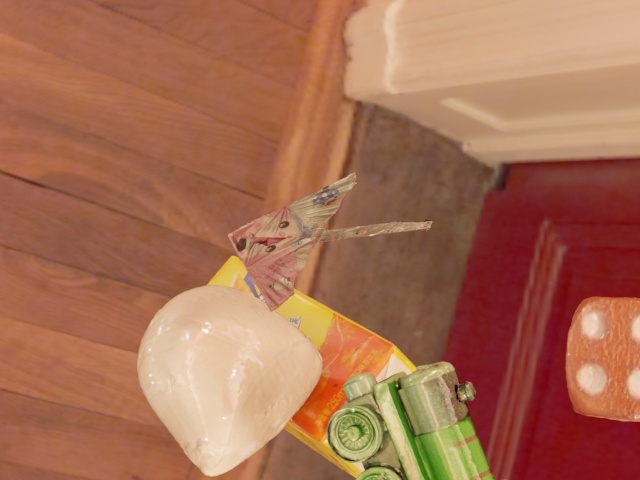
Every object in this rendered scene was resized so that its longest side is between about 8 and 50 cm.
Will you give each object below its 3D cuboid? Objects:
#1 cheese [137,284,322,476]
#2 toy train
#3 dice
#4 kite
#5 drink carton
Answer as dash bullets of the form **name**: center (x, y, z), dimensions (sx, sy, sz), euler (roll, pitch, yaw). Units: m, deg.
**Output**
- **cheese**: center (-0.115, 0.144, 1.366), dimensions (0.198, 0.189, 0.154), euler (-40, 156, -34)
- **toy train**: center (0.096, 0.210, 0.906), dimensions (0.251, 0.119, 0.085), euler (69, 21, 5)
- **dice**: center (0.469, 0.175, 1.741), dimensions (0.175, 0.174, 0.179), euler (17, 77, -50)
- **kite**: center (0.000, 0.000, 0.796), dimensions (0.137, 0.152, 0.005), euler (-59, 137, -38)
- **drink carton**: center (-0.035, 0.153, 1.545), dimensions (0.154, 0.351, 0.111), euler (-51, 131, -12)
